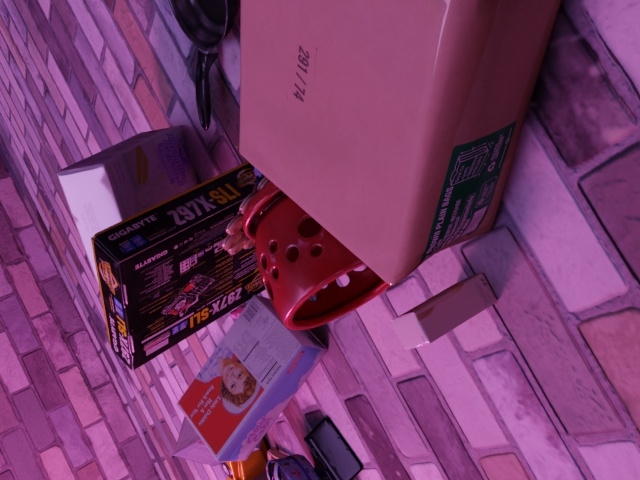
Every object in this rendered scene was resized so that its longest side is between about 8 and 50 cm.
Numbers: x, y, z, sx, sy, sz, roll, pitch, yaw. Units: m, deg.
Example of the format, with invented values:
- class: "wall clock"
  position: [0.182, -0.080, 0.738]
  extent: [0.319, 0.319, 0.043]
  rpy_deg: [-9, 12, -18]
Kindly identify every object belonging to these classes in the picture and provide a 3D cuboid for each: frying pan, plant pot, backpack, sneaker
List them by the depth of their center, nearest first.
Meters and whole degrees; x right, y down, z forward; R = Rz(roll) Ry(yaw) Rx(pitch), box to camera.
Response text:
- class: "plant pot"
  position: [0.000, 0.000, 0.912]
  extent: [0.174, 0.191, 0.191]
  rpy_deg: [61, 151, 19]
- class: "frying pan"
  position: [-0.173, -0.336, 1.073]
  extent: [0.197, 0.053, 0.326]
  rpy_deg: [14, 124, 54]
- class: "backpack"
  position: [-0.034, 0.516, 1.401]
  extent: [0.173, 0.116, 0.158]
  rpy_deg: [62, 155, 5]
- class: "sneaker"
  position: [-0.144, 0.170, 1.411]
  extent: [0.119, 0.047, 0.057]
  rpy_deg: [13, 129, 63]

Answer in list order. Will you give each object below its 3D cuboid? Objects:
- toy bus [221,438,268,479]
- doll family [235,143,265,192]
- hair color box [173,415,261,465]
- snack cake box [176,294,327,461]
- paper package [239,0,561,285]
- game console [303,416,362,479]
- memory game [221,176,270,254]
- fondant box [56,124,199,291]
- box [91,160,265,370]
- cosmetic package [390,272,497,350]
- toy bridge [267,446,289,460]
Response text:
- class: "toy bus"
  position: [-0.148, 0.650, 1.696]
  extent: [0.130, 0.108, 0.333]
  rpy_deg: [24, 131, 49]
- class: "doll family"
  position: [-0.078, -0.163, 0.976]
  extent: [0.076, 0.193, 0.111]
  rpy_deg: [26, 169, -9]
- class: "hair color box"
  position: [-0.218, 0.383, 1.517]
  extent: [0.374, 0.113, 0.185]
  rpy_deg: [134, 152, -59]
- class: "snack cake box"
  position: [-0.128, 0.252, 1.242]
  extent: [0.152, 0.089, 0.264]
  rpy_deg: [42, 100, 34]
- class: "paper package"
  position: [0.058, -0.176, 0.708]
  extent: [0.309, 0.168, 0.325]
  rpy_deg: [43, 143, 34]
- class: "game console"
  position: [0.031, 0.422, 1.344]
  extent: [0.122, 0.071, 0.107]
  rpy_deg: [52, 178, 23]
- class: "memory game"
  position: [-0.078, -0.050, 1.006]
  extent: [0.012, 0.186, 0.186]
  rpy_deg: [40, 145, 11]
- class: "fondant box"
  position: [-0.326, -0.064, 1.266]
  extent: [0.096, 0.330, 0.238]
  rpy_deg: [-10, 108, 14]
- class: "box"
  position: [-0.203, 0.035, 1.120]
  extent: [0.079, 0.322, 0.257]
  rpy_deg: [39, 142, 27]
- class: "cosmetic package"
  position: [0.146, 0.084, 0.808]
  extent: [0.041, 0.115, 0.060]
  rpy_deg: [63, 150, 4]
- class: "toy bridge"
  position: [-0.060, 0.535, 1.555]
  extent: [0.188, 0.026, 0.063]
  rpy_deg: [34, 137, 42]
